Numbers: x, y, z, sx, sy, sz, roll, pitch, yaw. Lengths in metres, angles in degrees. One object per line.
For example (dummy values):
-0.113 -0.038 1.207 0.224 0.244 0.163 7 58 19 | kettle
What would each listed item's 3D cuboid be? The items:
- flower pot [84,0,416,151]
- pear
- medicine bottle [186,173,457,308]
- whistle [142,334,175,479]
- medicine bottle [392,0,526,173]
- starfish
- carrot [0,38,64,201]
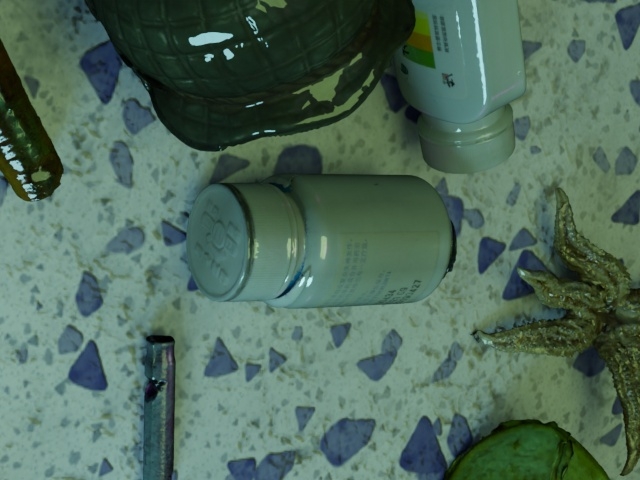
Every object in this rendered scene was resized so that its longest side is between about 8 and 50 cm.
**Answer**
-0.075 -0.247 1.532 0.302 0.302 0.213 -44 134 -20 | flower pot
0.268 0.360 1.966 0.255 0.164 0.238 33 70 -41 | pear
0.000 0.000 1.704 0.258 0.143 0.143 -1 100 -36 | medicine bottle
-0.168 0.183 1.693 0.033 0.033 0.176 -5 102 -34 | whistle
0.140 -0.222 1.738 0.111 0.161 0.296 -31 128 -26 | medicine bottle
0.316 0.097 1.987 0.293 0.084 0.301 28 80 -32 | starfish
-0.310 -0.154 1.502 0.070 0.070 0.260 -37 120 -23 | carrot
